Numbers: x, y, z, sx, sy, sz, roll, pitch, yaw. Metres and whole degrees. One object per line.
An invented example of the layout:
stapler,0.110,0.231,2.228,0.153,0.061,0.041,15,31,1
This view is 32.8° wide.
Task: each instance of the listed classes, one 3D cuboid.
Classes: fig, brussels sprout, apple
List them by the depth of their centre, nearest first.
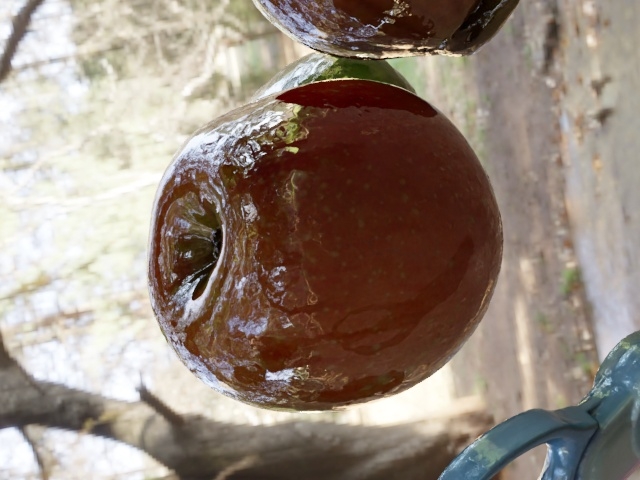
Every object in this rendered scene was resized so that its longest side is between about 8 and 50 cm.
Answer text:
apple,0.000,0.000,0.578,0.181,0.168,0.181,-4,85,56
fig,0.046,-0.201,0.692,0.205,0.205,0.205,170,90,-89
brussels sprout,0.015,-0.091,1.191,0.271,0.219,0.210,-83,-31,-53

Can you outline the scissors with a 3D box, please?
scissors,0.149,0.073,0.498,0.030,0.256,0.125,32,157,46
